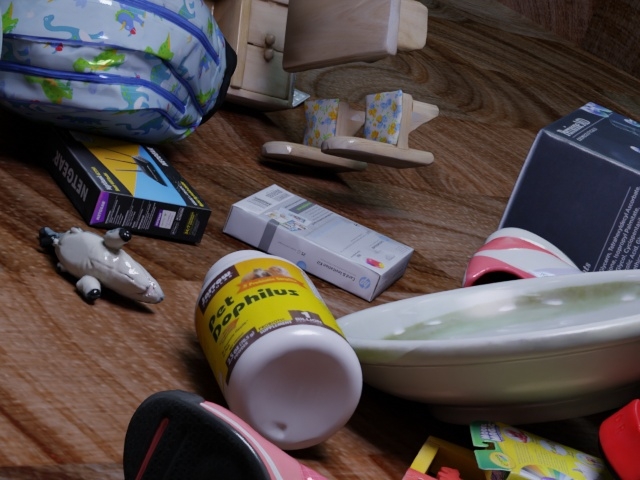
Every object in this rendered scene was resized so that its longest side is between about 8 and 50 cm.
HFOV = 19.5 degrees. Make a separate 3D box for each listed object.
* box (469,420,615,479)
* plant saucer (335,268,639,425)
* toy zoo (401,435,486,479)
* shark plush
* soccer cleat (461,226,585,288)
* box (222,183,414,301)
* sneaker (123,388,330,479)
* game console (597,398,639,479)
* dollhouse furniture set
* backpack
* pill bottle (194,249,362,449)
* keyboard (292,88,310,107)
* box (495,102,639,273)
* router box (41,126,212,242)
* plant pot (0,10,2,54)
[{"bbox_3d":[0.209,0.213,1.592,0.179,0.043,0.105,23,17,-8],"label":"box"},{"bbox_3d":[0.201,0.105,1.767,0.400,0.100,0.400,-7,5,1],"label":"plant saucer"},{"bbox_3d":[0.154,0.244,1.556,0.192,0.030,0.293,24,17,8],"label":"toy zoo"},{"bbox_3d":[-0.223,0.026,1.791,0.161,0.073,0.067,9,-15,39],"label":"shark plush"},{"bbox_3d":[0.311,0.092,2.120,0.318,0.108,0.116,27,35,16],"label":"soccer cleat"},{"bbox_3d":[0.000,0.000,2.108,0.186,0.038,0.145,24,17,11],"label":"box"},{"bbox_3d":[-0.012,0.222,1.340,0.314,0.116,0.136,36,11,22],"label":"sneaker"},{"bbox_3d":[0.420,0.256,1.661,0.342,0.060,0.386,50,25,13],"label":"game console"},{"bbox_3d":[-0.053,-0.282,2.406,0.256,0.362,0.394,10,-8,-36],"label":"dollhouse furniture set"},{"bbox_3d":[-0.256,-0.226,2.106,0.290,0.273,0.355,13,-21,2],"label":"backpack"},{"bbox_3d":[-0.045,0.088,1.649,0.117,0.117,0.215,15,18,-21],"label":"pill bottle"},{"bbox_3d":[-0.140,-0.256,2.767,0.256,0.014,0.072,24,17,11],"label":"keyboard"},{"bbox_3d":[0.440,0.013,2.302,0.395,0.212,0.293,25,18,13],"label":"box"},{"bbox_3d":[-0.213,-0.061,2.024,0.133,0.046,0.179,10,20,-31],"label":"router box"},{"bbox_3d":[-0.491,-0.216,1.837,0.271,0.271,0.255,9,7,-36],"label":"plant pot"}]
